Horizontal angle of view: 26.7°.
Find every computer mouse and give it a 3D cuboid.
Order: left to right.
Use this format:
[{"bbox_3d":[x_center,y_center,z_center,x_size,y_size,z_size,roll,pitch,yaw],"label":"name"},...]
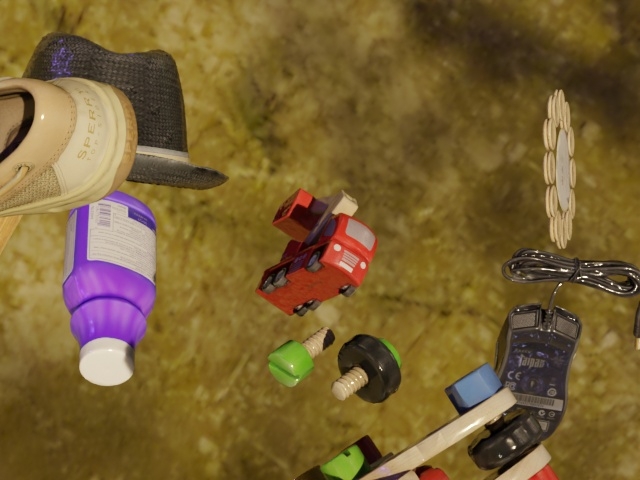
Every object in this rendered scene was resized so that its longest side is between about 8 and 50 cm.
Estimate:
[{"bbox_3d":[0.295,0.124,1.604,0.184,0.262,0.060,4,25,1],"label":"computer mouse"}]

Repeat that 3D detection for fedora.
[{"bbox_3d":[-0.246,-0.147,1.516,0.334,0.334,0.153,7,92,-24],"label":"fedora"}]

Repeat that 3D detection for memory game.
[{"bbox_3d":[0.277,-0.083,1.565,0.012,0.186,0.186,-2,40,20],"label":"memory game"}]

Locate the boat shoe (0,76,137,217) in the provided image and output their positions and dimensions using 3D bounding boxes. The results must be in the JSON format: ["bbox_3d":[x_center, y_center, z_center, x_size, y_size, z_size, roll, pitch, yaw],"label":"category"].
[{"bbox_3d":[-0.298,-0.054,0.983,0.110,0.341,0.122,13,63,-60],"label":"boat shoe"}]

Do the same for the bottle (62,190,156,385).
[{"bbox_3d":[-0.266,0.057,1.709,0.118,0.092,0.283,23,37,-26],"label":"bottle"}]

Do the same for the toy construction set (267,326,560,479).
[{"bbox_3d":[0.045,0.257,1.053,0.237,0.257,0.309,-33,109,-34],"label":"toy construction set"}]

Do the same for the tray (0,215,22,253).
[{"bbox_3d":[-0.412,0.042,1.254,0.076,0.411,0.203,10,39,-40],"label":"tray"}]

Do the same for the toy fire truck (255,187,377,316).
[{"bbox_3d":[0.000,0.000,1.252,0.047,0.192,0.135,35,61,-17],"label":"toy fire truck"}]
